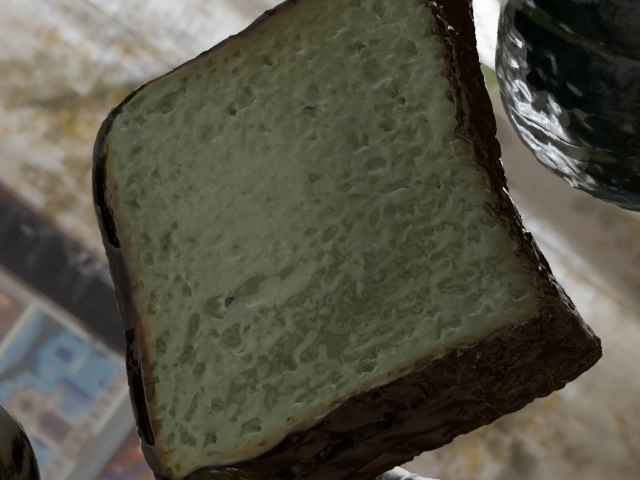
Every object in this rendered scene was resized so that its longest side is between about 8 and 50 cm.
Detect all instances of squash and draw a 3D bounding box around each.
[{"bbox_3d":[0.232,-0.139,1.247,0.252,0.165,0.252,-21,-51,-27],"label":"squash"}]

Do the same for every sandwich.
[{"bbox_3d":[0.000,0.000,1.131,0.271,0.301,0.099,-29,-35,20],"label":"sandwich"}]

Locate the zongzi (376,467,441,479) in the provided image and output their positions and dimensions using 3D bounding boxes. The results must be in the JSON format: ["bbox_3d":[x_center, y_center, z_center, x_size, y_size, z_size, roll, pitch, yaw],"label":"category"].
[{"bbox_3d":[0.065,0.212,1.173,0.078,0.176,0.160,-55,-35,-51],"label":"zongzi"}]

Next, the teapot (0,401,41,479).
[{"bbox_3d":[-0.217,0.123,0.773,0.208,0.166,0.300,-44,2,-2],"label":"teapot"}]
